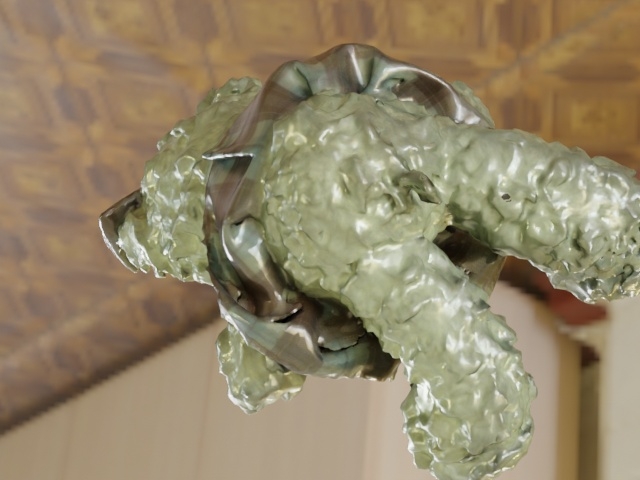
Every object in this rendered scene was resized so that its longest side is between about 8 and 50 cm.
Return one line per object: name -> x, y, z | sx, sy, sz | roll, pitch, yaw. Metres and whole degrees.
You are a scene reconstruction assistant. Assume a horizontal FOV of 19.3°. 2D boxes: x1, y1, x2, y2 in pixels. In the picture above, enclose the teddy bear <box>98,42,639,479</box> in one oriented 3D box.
teddy bear -> -0.004, -0.009, 0.635 | 0.213, 0.133, 0.111 | 21, 159, 39
